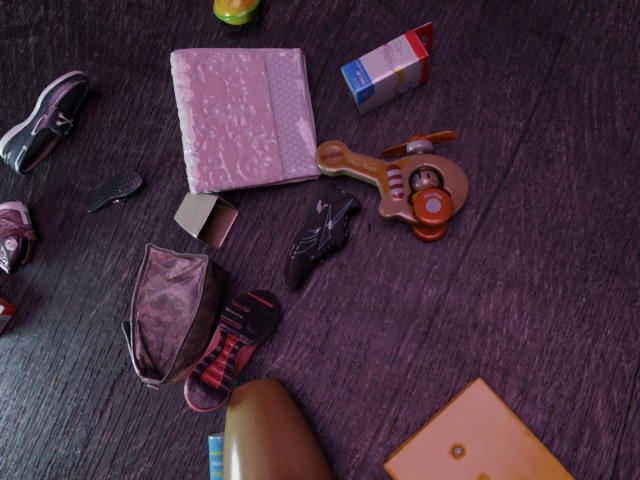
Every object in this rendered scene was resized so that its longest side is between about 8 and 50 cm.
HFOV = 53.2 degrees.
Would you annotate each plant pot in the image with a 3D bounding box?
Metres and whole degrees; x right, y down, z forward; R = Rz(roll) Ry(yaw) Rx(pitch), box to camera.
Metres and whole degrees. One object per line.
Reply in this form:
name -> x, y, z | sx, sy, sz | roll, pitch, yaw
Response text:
plant pot -> -0.276, -0.057, 1.507 | 0.096, 0.109, 0.109 | 25, 84, 24
plant pot -> -0.107, 0.429, 1.337 | 0.237, 0.237, 0.254 | -19, 63, 4

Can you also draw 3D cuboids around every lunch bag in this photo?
lunch bag -> -0.319, 0.174, 1.397 | 0.168, 0.235, 0.287 | 11, 80, 5

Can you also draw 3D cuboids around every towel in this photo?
towel -> -0.168, -0.285, 1.482 | 0.316, 0.053, 0.332 | -8, 86, -16

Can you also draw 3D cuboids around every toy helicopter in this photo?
toy helicopter -> 0.162, -0.161, 1.442 | 0.355, 0.140, 0.235 | 20, 77, 11

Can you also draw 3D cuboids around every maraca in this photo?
maraca -> -0.213, -0.612, 1.609 | 0.127, 0.099, 0.186 | -18, 51, 2

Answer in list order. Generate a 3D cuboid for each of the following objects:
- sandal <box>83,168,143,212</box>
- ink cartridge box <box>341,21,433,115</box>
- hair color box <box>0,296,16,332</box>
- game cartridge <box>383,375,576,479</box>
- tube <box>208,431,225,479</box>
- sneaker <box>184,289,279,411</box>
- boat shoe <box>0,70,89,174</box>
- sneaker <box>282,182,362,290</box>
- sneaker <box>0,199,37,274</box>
sandal -> -0.511, -0.122, 1.589 | 0.179, 0.040, 0.067 | -24, 71, 18
ink cartridge box -> 0.173, -0.397, 1.486 | 0.231, 0.134, 0.078 | -27, 76, 3
hair color box -> -0.848, 0.159, 1.573 | 0.167, 0.053, 0.093 | 32, 86, 14
game cartridge -> 0.341, 0.500, 1.335 | 0.285, 0.053, 0.324 | -42, 79, -1
tube -> -0.213, 0.534, 1.412 | 0.080, 0.052, 0.207 | -8, 84, 17
sneaker -> -0.209, 0.242, 1.434 | 0.116, 0.136, 0.314 | 36, 62, -3
boat shoe -> -0.678, -0.293, 1.611 | 0.302, 0.114, 0.091 | -46, 75, 10
sneaker -> 0.000, 0.000, 1.454 | 0.106, 0.101, 0.267 | 25, 84, 10
sneaker -> -0.827, 0.032, 1.570 | 0.281, 0.106, 0.163 | -31, 79, 1
